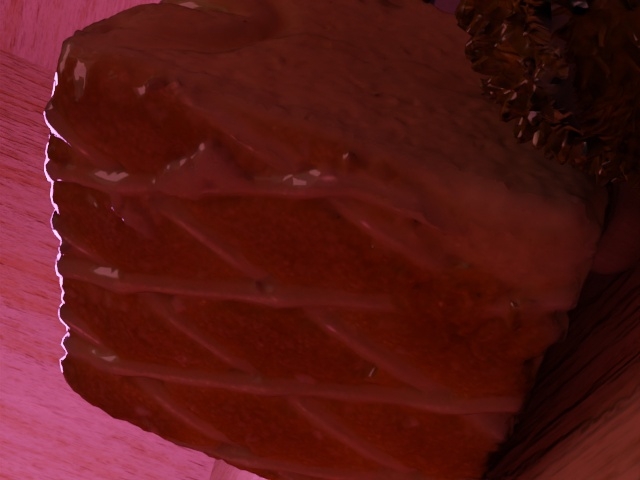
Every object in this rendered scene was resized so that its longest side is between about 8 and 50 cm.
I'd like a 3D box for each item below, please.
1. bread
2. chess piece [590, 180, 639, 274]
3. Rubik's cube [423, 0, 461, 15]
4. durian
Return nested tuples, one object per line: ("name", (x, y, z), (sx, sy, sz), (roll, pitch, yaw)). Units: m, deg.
("bread", (0.000, 0.000, 0.703), (0.279, 0.390, 0.371), (-57, -16, -45))
("chess piece", (0.214, -0.015, 0.625), (0.083, 0.038, 0.083), (-158, 90, -80))
("Rubik's cube", (0.126, -0.353, 1.009), (0.344, 0.344, 0.337), (152, 138, -78))
("durian", (0.195, -0.172, 0.450), (0.258, 0.258, 0.293), (-86, 22, -66))
